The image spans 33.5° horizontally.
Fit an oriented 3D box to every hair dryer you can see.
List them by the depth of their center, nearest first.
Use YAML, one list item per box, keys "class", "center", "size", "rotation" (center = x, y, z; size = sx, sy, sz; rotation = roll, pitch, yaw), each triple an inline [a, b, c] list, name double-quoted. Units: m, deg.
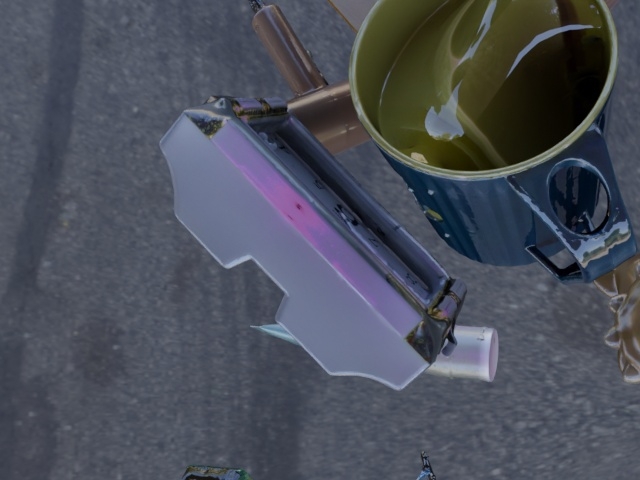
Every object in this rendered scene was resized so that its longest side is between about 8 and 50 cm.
- class: "hair dryer"
  center: [-0.016, -0.162, 0.998]
  size: [0.117, 0.064, 0.181]
  rotation: [-24, 75, -24]

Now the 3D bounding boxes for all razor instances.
- class: "razor"
  center: [0.159, 0.440, 1.647]
  size: [0.042, 0.253, 0.081]
  rotation: [-14, 116, 13]

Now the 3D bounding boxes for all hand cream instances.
- class: "hand cream"
  center: [0.069, 0.137, 1.381]
  size: [0.313, 0.111, 0.070]
  rotation: [2, 79, 20]

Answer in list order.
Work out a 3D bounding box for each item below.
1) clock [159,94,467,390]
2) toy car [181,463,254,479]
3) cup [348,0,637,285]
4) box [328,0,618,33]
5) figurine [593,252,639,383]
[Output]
- class: "clock"
  center: [0.000, 0.000, 0.793]
  size: [0.253, 0.186, 0.083]
  rotation: [46, 105, 4]
- class: "toy car"
  center: [-0.120, 0.517, 1.887]
  size: [0.142, 0.320, 0.097]
  rotation: [-5, 39, 38]
- class: "cup"
  center: [0.106, -0.046, 0.575]
  size: [0.131, 0.155, 0.176]
  rotation: [-31, 65, 3]
- class: "box"
  center: [0.126, -0.270, 0.825]
  size: [0.214, 0.283, 0.259]
  rotation: [-38, 84, -14]
- class: "figurine"
  center: [0.349, 0.087, 1.006]
  size: [0.247, 0.177, 0.173]
  rotation: [-18, 35, 59]
